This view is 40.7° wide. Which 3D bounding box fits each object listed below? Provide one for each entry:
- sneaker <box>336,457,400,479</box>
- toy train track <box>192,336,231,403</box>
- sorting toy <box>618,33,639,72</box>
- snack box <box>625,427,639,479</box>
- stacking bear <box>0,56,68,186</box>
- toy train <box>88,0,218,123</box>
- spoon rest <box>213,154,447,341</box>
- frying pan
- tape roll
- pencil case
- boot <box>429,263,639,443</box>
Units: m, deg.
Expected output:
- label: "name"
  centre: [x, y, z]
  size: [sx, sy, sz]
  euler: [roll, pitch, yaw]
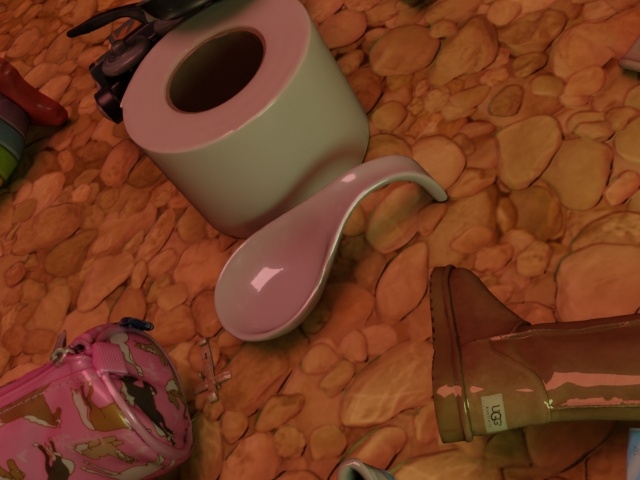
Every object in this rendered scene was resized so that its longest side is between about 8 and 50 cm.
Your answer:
- label: "sneaker"
  centre: [0.039, 0.264, 0.692]
  size: [0.071, 0.083, 0.191]
  euler: [-23, 49, 12]
- label: "toy train track"
  centre: [-0.123, 0.137, 0.931]
  size: [0.048, 0.014, 0.083]
  euler: [-27, 46, 10]
- label: "sorting toy"
  centre: [0.433, -0.231, 0.864]
  size: [0.193, 0.038, 0.208]
  euler: [28, 73, 42]
- label: "snack box"
  centre: [0.285, 0.284, 0.545]
  size: [0.187, 0.060, 0.322]
  euler: [-3, 55, 29]
- label: "stacking bear"
  centre: [-0.534, -0.114, 1.276]
  size: [0.164, 0.175, 0.289]
  euler: [11, 70, 34]
- label: "toy train"
  centre: [-0.186, -0.297, 1.226]
  size: [0.334, 0.142, 0.190]
  euler: [-39, 34, 1]
- label: "spoon rest"
  centre: [0.000, 0.000, 0.915]
  size: [0.276, 0.084, 0.137]
  euler: [-37, 46, -1]
- label: "frying pan"
  centre: [-0.186, -0.290, 1.044]
  size: [0.326, 0.053, 0.197]
  euler: [-25, 19, 11]
- label: "tape roll"
  centre: [-0.084, -0.147, 1.017]
  size: [0.246, 0.169, 0.246]
  euler: [-16, 50, 20]
- label: "pencil case"
  centre: [-0.320, 0.221, 0.867]
  size: [0.386, 0.160, 0.167]
  euler: [-28, 85, 13]
- label: "boot"
  centre: [0.229, 0.083, 0.712]
  size: [0.269, 0.089, 0.236]
  euler: [-8, 27, 10]
